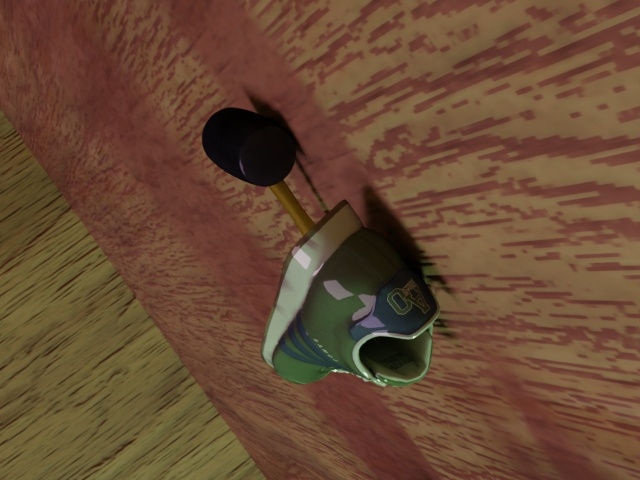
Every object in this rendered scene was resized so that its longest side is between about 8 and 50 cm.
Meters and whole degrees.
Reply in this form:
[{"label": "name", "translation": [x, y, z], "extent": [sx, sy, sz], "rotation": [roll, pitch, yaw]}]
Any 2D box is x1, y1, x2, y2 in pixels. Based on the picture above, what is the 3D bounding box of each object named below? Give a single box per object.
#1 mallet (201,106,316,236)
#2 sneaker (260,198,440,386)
[{"label": "mallet", "translation": [0.000, 0.000, 0.945], "extent": [0.189, 0.039, 0.062], "rotation": [53, 169, -21]}, {"label": "sneaker", "translation": [0.020, 0.055, 0.885], "extent": [0.086, 0.064, 0.192], "rotation": [41, 158, 13]}]
